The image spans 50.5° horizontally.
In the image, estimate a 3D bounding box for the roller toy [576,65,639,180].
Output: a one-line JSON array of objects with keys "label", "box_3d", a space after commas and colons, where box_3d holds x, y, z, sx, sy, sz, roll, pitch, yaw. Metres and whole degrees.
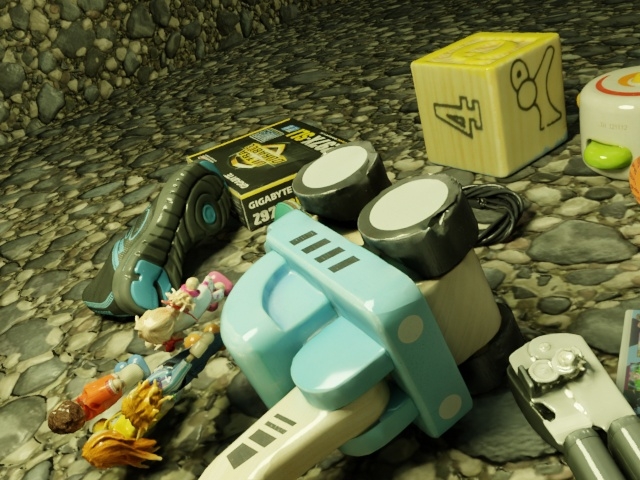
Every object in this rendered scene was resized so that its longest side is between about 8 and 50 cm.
[{"label": "roller toy", "box_3d": [0.507, -0.194, 1.060, 0.191, 0.146, 0.209, -4, 28, 19]}]

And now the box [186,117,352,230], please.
[{"label": "box", "box_3d": [-0.093, -0.144, 1.347, 0.257, 0.079, 0.322, -23, 27, -19]}]

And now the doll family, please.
[{"label": "doll family", "box_3d": [-0.173, 0.154, 0.714, 0.263, 0.118, 0.163, -45, -3, 24]}]

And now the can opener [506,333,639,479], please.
[{"label": "can opener", "box_3d": [0.238, 0.183, 0.551, 0.074, 0.093, 0.280, -17, 35, -1]}]

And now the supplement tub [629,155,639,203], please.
[{"label": "supplement tub", "box_3d": [0.523, -0.107, 0.916, 0.190, 0.117, 0.117, -23, 28, -17]}]

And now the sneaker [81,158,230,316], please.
[{"label": "sneaker", "box_3d": [-0.261, -0.015, 1.096, 0.140, 0.125, 0.340, -13, 32, 32]}]

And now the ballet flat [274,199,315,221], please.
[{"label": "ballet flat", "box_3d": [0.000, 0.000, 1.039, 0.079, 0.076, 0.221, -5, 27, -23]}]

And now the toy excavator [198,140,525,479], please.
[{"label": "toy excavator", "box_3d": [-0.003, 0.147, 0.646, 0.445, 0.222, 0.433, -37, 32, -12]}]

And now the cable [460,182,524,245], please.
[{"label": "cable", "box_3d": [0.215, -0.041, 1.024, 0.151, 0.047, 0.184, -25, 29, -19]}]

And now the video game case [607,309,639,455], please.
[{"label": "video game case", "box_3d": [0.375, 0.135, 0.629, 0.184, 0.023, 0.201, 1, 32, 29]}]

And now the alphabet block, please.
[{"label": "alphabet block", "box_3d": [0.303, -0.248, 1.212, 0.192, 0.197, 0.193, -30, 30, -29]}]
